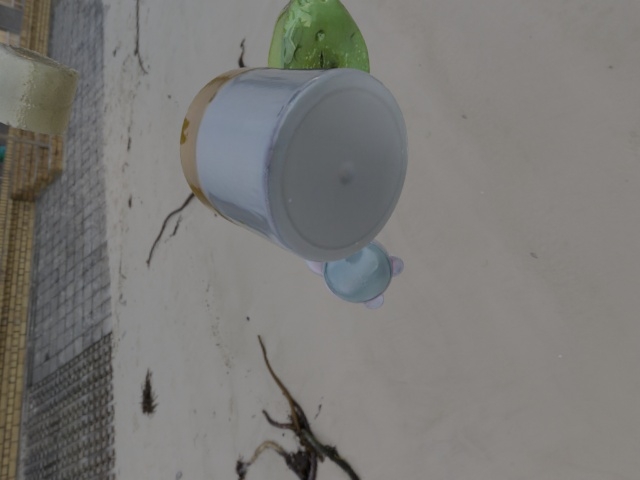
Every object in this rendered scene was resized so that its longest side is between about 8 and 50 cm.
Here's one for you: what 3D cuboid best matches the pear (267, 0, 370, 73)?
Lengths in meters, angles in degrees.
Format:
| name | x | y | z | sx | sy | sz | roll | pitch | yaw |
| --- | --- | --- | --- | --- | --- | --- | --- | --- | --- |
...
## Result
| name | x | y | z | sx | sy | sz | roll | pitch | yaw |
| --- | --- | --- | --- | --- | --- | --- | --- | --- | --- |
| pear | -0.033 | -0.647 | 1.313 | 0.239 | 0.343 | 0.317 | 24 | 127 | 54 |

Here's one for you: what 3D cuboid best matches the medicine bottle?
| name | x | y | z | sx | sy | sz | roll | pitch | yaw |
| --- | --- | --- | --- | --- | --- | --- | --- | --- | --- |
| medicine bottle | -0.038 | -0.112 | 0.562 | 0.232 | 0.238 | 0.237 | 26 | 106 | 45 |

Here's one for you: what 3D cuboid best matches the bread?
| name | x | y | z | sx | sy | sz | roll | pitch | yaw |
| --- | --- | --- | --- | --- | --- | --- | --- | --- | --- |
| bread | -0.586 | -0.305 | 0.819 | 0.134 | 0.148 | 0.141 | -92 | 24 | -74 |

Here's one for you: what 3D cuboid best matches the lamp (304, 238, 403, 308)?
| name | x | y | z | sx | sy | sz | roll | pitch | yaw |
| --- | --- | --- | --- | --- | --- | --- | --- | --- | --- |
| lamp | 0.072 | 0.066 | 1.024 | 0.179 | 0.246 | 0.108 | -63 | -2 | 15 |
